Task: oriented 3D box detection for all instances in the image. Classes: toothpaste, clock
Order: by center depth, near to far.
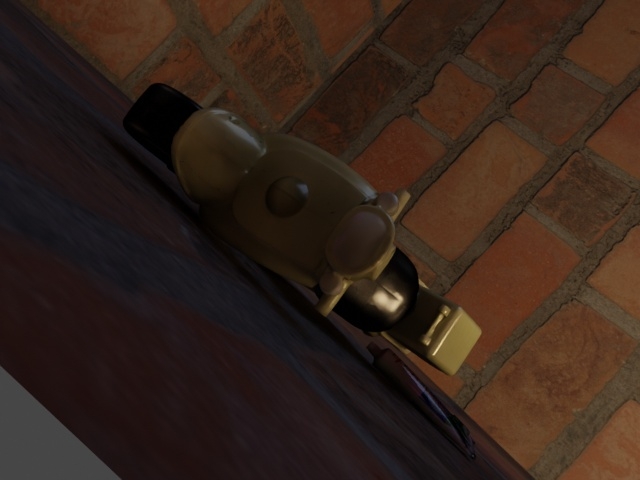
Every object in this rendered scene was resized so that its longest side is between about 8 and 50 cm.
[{"bbox_3d":[0.000,0.000,0.574,0.277,0.120,0.379,28,-8,40],"label":"clock"},{"bbox_3d":[0.116,0.181,0.666,0.170,0.028,0.045,45,11,7],"label":"toothpaste"}]
